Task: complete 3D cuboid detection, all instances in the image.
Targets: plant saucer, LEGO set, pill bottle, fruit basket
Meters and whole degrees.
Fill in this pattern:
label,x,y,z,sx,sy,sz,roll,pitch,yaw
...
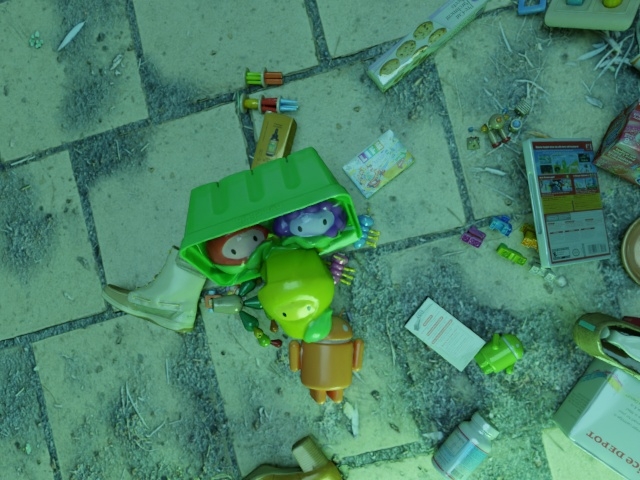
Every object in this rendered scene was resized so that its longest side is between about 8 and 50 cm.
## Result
label,x,y,z,sx,sy,sz,roll,pitch,yaw
plant saucer,0.786,0.026,1.077,0.200,0.037,0.199,0,88,10
LEGO set,0.456,-0.005,1.115,0.227,0.093,0.087,27,123,5
pill bottle,0.338,0.480,1.102,0.087,0.087,0.160,39,94,9
fruit basket,-0.083,0.034,1.036,0.392,0.283,0.391,-5,66,11

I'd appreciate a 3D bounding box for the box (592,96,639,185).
label,x,y,z,sx,sy,sz,roll,pitch,yaw
box,0.762,-0.185,1.037,0.257,0.122,0.128,28,79,9

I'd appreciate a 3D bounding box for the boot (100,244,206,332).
label,x,y,z,sx,sy,sz,roll,pitch,yaw
boot,-0.425,0.105,1.240,0.262,0.095,0.203,19,89,12

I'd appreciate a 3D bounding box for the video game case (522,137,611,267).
label,x,y,z,sx,sy,sz,roll,pitch,yaw
video game case,0.558,-0.090,1.074,0.204,0.025,0.285,-5,86,-24

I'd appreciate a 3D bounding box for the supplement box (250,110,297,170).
label,x,y,z,sx,sy,sz,roll,pitch,yaw
supplement box,-0.126,-0.204,1.215,0.078,0.080,0.233,15,91,9

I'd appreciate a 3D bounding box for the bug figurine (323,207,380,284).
label,x,y,z,sx,sy,sz,roll,pitch,yaw
bug figurine,0.000,0.000,1.187,0.279,0.072,0.216,13,90,9

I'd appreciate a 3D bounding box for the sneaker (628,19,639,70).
label,x,y,z,sx,sy,sz,roll,pitch,yaw
sneaker,0.807,-0.518,1.054,0.128,0.126,0.321,23,93,4

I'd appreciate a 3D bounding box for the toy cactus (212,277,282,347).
label,x,y,z,sx,sy,sz,roll,pitch,yaw
toy cactus,-0.172,0.158,1.172,0.181,0.112,0.218,-1,81,-20

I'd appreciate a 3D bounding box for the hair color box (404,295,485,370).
label,x,y,z,sx,sy,sz,roll,pitch,yaw
hair color box,0.296,0.220,1.139,0.167,0.053,0.093,39,95,7

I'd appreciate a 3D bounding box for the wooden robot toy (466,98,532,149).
label,x,y,z,sx,sy,sz,roll,pitch,yaw
wooden robot toy,0.429,-0.273,1.127,0.173,0.079,0.076,-29,83,7

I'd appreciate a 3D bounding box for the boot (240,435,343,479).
label,x,y,z,sx,sy,sz,roll,pitch,yaw
boot,-0.081,0.640,1.155,0.295,0.104,0.211,-34,82,2

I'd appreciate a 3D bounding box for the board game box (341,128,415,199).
label,x,y,z,sx,sy,sz,roll,pitch,yaw
board game box,0.146,-0.191,1.195,0.154,0.026,0.103,-39,82,6

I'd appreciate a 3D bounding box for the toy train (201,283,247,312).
label,x,y,z,sx,sy,sz,roll,pitch,yaw
toy train,-0.254,0.107,1.236,0.125,0.046,0.166,3,88,9

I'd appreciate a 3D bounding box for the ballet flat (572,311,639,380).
label,x,y,z,sx,sy,sz,roll,pitch,yaw
ballet flat,0.670,0.239,0.913,0.343,0.124,0.116,28,90,12

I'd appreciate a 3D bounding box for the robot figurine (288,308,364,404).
label,x,y,z,sx,sy,sz,roll,pitch,yaw
robot figurine,0.014,0.275,1.143,0.158,0.128,0.219,1,87,22

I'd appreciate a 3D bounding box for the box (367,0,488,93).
label,x,y,z,sx,sy,sz,roll,pitch,yaw
box,0.261,-0.497,1.173,0.324,0.063,0.067,-38,83,6

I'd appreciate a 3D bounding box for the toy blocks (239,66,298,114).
label,x,y,z,sx,sy,sz,roll,pitch,yaw
toy blocks,-0.128,-0.387,1.235,0.148,0.054,0.123,6,89,9

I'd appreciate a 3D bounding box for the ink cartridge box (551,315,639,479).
label,x,y,z,sx,sy,sz,roll,pitch,yaw
ink cartridge box,0.697,0.351,1.029,0.226,0.131,0.306,35,94,10

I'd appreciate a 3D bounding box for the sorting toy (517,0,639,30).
label,x,y,z,sx,sy,sz,roll,pitch,yaw
sorting toy,0.628,-0.572,1.065,0.348,0.047,0.195,20,83,31

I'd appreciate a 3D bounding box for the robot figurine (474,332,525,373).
label,x,y,z,sx,sy,sz,roll,pitch,yaw
robot figurine,0.420,0.262,1.109,0.115,0.067,0.101,-33,110,6
